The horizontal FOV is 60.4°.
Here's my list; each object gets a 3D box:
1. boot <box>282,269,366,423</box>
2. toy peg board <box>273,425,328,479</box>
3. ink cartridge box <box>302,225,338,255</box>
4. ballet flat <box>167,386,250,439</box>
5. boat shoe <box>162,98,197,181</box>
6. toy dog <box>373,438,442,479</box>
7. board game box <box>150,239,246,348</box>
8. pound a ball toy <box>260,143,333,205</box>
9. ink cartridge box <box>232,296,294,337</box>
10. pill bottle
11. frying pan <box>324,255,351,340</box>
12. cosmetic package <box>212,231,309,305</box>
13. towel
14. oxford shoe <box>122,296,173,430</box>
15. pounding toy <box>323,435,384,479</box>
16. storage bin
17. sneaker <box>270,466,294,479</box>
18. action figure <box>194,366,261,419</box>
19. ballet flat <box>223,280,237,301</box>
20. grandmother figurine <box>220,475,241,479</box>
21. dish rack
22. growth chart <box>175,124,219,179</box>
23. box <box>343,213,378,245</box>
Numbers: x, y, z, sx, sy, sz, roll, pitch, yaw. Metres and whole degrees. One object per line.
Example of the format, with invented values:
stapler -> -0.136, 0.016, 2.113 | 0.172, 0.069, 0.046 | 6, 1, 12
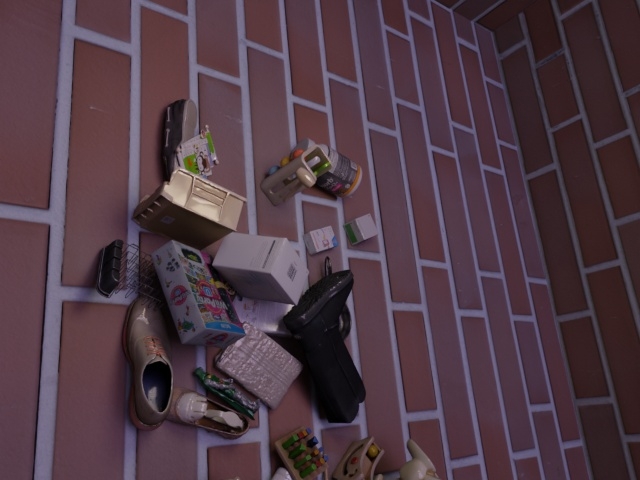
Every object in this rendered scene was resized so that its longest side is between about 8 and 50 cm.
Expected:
boot -> 0.072, 0.378, 1.993 | 0.367, 0.146, 0.444 | -39, 110, -41
toy peg board -> -0.043, 0.695, 1.810 | 0.161, 0.079, 0.161 | -6, 56, -56
ink cartridge box -> 0.000, 0.000, 2.199 | 0.123, 0.052, 0.088 | -17, 85, -41
ballet flat -> -0.347, 0.519, 1.668 | 0.316, 0.106, 0.107 | 28, 57, -28
boat shoe -> -0.499, -0.337, 1.911 | 0.112, 0.096, 0.334 | 49, 41, -63
toy dog -> 0.273, 0.958, 1.847 | 0.408, 0.395, 0.284 | -35, 113, -9
board game box -> -0.368, 0.168, 1.663 | 0.303, 0.098, 0.224 | 63, 13, 23
pound a ball toy -> -0.107, -0.240, 2.026 | 0.135, 0.319, 0.208 | 54, 49, -9
ink cartridge box -> -0.204, 0.196, 1.952 | 0.239, 0.060, 0.274 | 9, 65, -10
pill bottle -> 0.023, -0.300, 2.266 | 0.279, 0.162, 0.162 | 26, 58, -29
frying pan -> 0.013, 0.241, 2.112 | 0.197, 0.053, 0.326 | -20, 87, -42
cosmetic package -> -0.191, 0.093, 1.796 | 0.138, 0.225, 0.224 | -69, 151, -26
towel -> -0.205, 0.417, 1.843 | 0.282, 0.049, 0.187 | 44, 67, -19
oxford shoe -> -0.478, 0.331, 1.589 | 0.141, 0.146, 0.396 | 3, 60, -35
pounding toy -> 0.109, 0.783, 1.907 | 0.154, 0.154, 0.269 | 53, 48, -10
storage bin -> -0.421, -0.093, 1.748 | 0.261, 0.262, 0.123 | 26, 60, -30
sneaker -> -0.062, 0.874, 1.773 | 0.290, 0.106, 0.123 | 43, 53, -4
action figure -> -0.297, 0.470, 1.735 | 0.232, 0.137, 0.063 | 34, 85, -11
ballet flat -> -0.358, 0.214, 1.811 | 0.084, 0.058, 0.250 | 50, 49, -2
grandmother figurine -> -0.294, 0.782, 1.606 | 0.343, 0.104, 0.207 | 15, 84, -29
dish rack -> -0.526, 0.119, 1.657 | 0.272, 0.074, 0.208 | 32, 26, -34
growth chart -> -0.427, -0.285, 1.921 | 0.237, 0.021, 0.171 | -59, 140, -53
box -> 0.172, -0.047, 2.336 | 0.102, 0.087, 0.101 | -21, 87, -43
